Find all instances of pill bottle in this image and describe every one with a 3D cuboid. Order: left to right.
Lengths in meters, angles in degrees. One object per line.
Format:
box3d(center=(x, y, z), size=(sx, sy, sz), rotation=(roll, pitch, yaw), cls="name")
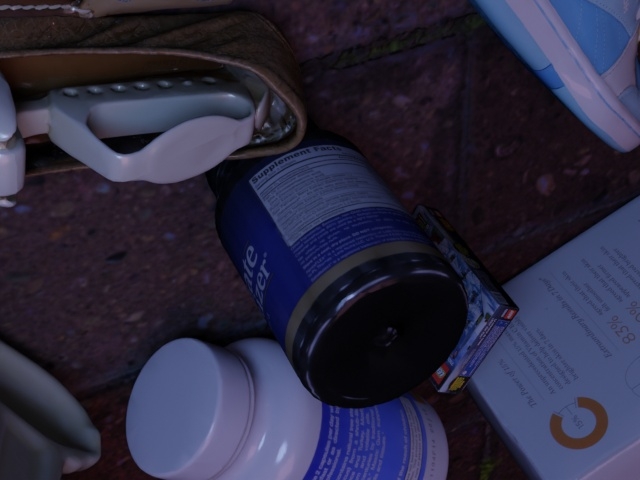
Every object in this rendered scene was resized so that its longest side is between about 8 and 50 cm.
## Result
box3d(center=(-0.026, 0.169, 0.955), size=(0.272, 0.152, 0.152), rotation=(26, 111, -43), cls="pill bottle")
box3d(center=(0.000, 0.000, 0.772), size=(0.123, 0.219, 0.123), rotation=(-16, 133, -18), cls="pill bottle")

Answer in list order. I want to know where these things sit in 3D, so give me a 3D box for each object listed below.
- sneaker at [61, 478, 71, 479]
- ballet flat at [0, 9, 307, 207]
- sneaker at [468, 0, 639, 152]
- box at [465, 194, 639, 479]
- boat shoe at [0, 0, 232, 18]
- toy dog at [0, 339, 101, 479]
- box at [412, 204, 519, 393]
box3d(center=(-0.283, 0.349, 0.977), size=(0.366, 0.137, 0.210), rotation=(-38, 138, 10), cls="sneaker")
box3d(center=(-0.158, -0.075, 0.681), size=(0.342, 0.124, 0.116), rotation=(-6, 130, -26), cls="ballet flat")
box3d(center=(0.215, -0.205, 0.791), size=(0.208, 0.127, 0.319), rotation=(-43, 137, 11), cls="sneaker")
box3d(center=(0.323, 0.102, 1.057), size=(0.345, 0.215, 0.168), rotation=(-33, 137, -1), cls="box")
box3d(center=(-0.083, -0.172, 0.551), size=(0.324, 0.120, 0.122), rotation=(-32, 140, -49), cls="boat shoe")
box3d(center=(-0.393, 0.232, 0.705), size=(0.408, 0.284, 0.395), rotation=(-42, 122, 8), cls="toy dog")
box3d(center=(0.099, 0.048, 0.933), size=(0.027, 0.137, 0.094), rotation=(12, 121, -37), cls="box")
